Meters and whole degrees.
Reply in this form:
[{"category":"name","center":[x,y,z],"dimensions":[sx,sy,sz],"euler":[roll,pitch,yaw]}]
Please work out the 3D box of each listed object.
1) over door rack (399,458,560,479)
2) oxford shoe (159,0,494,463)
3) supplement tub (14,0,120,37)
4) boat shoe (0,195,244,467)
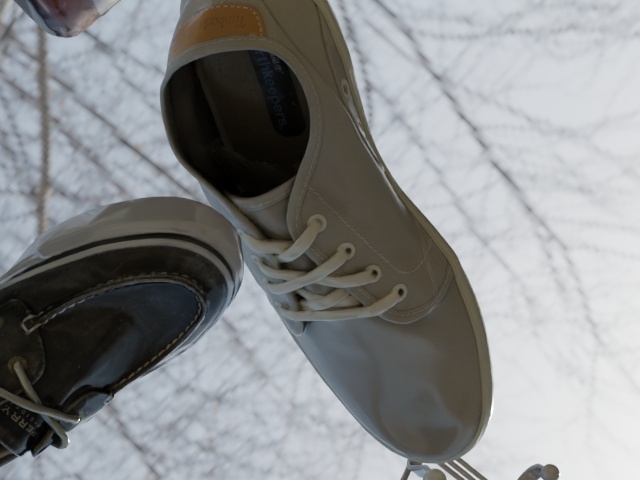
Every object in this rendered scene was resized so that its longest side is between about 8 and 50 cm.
[{"category":"over door rack","center":[0.141,0.318,1.569],"dimensions":[0.239,0.108,0.324],"euler":[39,-124,-10]},{"category":"oxford shoe","center":[0.000,0.000,1.367],"dimensions":[0.449,0.169,0.130],"euler":[65,-152,-24]},{"category":"supplement tub","center":[-0.059,-0.176,0.693],"dimensions":[0.198,0.106,0.106],"euler":[-42,-94,-5]},{"category":"boat shoe","center":[-0.190,0.092,1.154],"dimensions":[0.121,0.335,0.119],"euler":[47,-155,-31]}]
